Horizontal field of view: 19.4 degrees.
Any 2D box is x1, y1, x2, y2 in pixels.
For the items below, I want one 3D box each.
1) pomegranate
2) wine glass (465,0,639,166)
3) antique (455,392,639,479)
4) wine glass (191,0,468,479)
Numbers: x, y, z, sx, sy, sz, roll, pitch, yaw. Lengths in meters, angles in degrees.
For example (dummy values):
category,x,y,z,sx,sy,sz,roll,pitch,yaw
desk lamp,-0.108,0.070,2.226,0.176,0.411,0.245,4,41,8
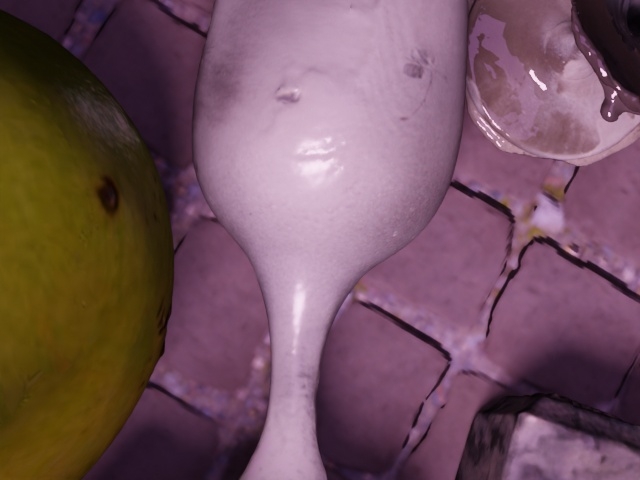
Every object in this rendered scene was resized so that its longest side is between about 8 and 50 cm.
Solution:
category,x,y,z,sx,sy,sz,roll,pitch,yaw
pomegranate,-0.231,-0.016,0.807,0.310,0.216,0.358,-21,88,-3
wine glass,0.148,-0.105,0.883,0.156,0.232,0.156,1,86,-12
antique,0.105,0.169,0.927,0.086,0.088,0.183,18,83,-10
wine glass,0.000,0.000,0.896,0.143,0.143,0.321,8,81,-10
